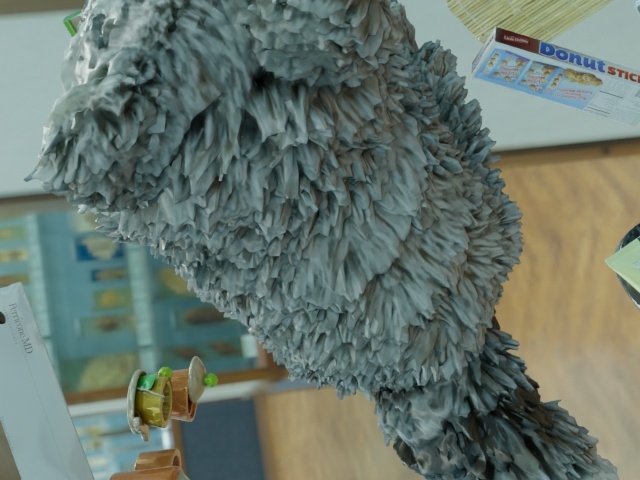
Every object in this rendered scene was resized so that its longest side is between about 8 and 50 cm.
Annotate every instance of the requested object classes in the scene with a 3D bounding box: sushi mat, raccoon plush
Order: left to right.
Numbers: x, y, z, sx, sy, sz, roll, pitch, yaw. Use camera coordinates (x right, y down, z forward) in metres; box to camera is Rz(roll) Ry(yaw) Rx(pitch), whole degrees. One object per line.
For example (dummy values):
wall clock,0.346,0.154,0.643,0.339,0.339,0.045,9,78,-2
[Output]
raccoon plush,0.049,0.007,0.695,0.216,0.446,0.299,-51,5,3
sushi mat,0.344,-0.380,2.044,0.316,0.151,0.019,-31,28,42

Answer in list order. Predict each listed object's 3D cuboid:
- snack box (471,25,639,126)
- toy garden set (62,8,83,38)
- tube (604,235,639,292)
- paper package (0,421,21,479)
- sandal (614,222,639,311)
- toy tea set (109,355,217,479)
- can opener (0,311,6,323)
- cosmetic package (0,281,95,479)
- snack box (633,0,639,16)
snack box,0.243,-0.160,1.360,0.064,0.178,0.022,121,163,-59
toy garden set,-0.174,-0.272,1.482,0.203,0.244,0.049,60,-161,-26
tube,0.418,0.082,1.471,0.240,0.070,0.062,50,125,22
paper package,-0.374,0.257,1.180,0.309,0.168,0.325,63,-179,28
sandal,0.555,0.171,1.904,0.107,0.168,0.445,95,152,-68
toy tea set,-0.188,0.284,1.813,0.200,0.124,0.336,82,-169,-53
can opener,-0.434,0.077,1.599,0.059,0.186,0.073,-42,56,18
cosmetic package,-0.470,0.265,1.814,0.097,0.285,0.377,98,150,-58
snack box,0.565,-0.216,1.819,0.321,0.187,0.060,61,158,-5
